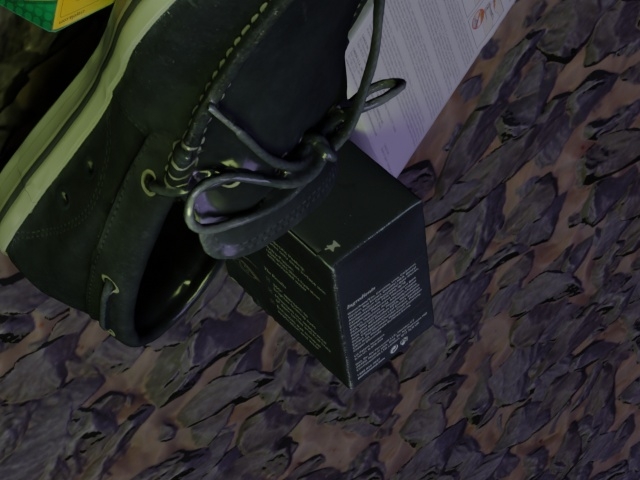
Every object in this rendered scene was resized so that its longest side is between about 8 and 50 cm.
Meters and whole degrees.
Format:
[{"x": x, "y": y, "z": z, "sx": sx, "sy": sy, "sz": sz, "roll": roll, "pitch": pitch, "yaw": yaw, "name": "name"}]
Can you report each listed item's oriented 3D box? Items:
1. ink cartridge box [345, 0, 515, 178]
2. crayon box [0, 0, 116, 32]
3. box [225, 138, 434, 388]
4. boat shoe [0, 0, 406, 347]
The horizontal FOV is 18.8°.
[{"x": 0.072, "y": -0.176, "z": 1.476, "sx": 0.225, "sy": 0.056, "sz": 0.181, "roll": -58, "pitch": 152, "yaw": -20, "name": "ink cartridge box"}, {"x": -0.082, "y": -0.246, "z": 1.097, "sx": 0.278, "sy": 0.081, "sz": 0.165, "roll": -37, "pitch": 150, "yaw": -47, "name": "crayon box"}, {"x": 0.000, "y": 0.000, "z": 1.461, "sx": 0.093, "sy": 0.156, "sz": 0.158, "roll": -36, "pitch": 146, "yaw": -19, "name": "box"}, {"x": -0.046, "y": -0.084, "z": 1.134, "sx": 0.187, "sy": 0.156, "sz": 0.500, "roll": -35, "pitch": 174, "yaw": -40, "name": "boat shoe"}]
